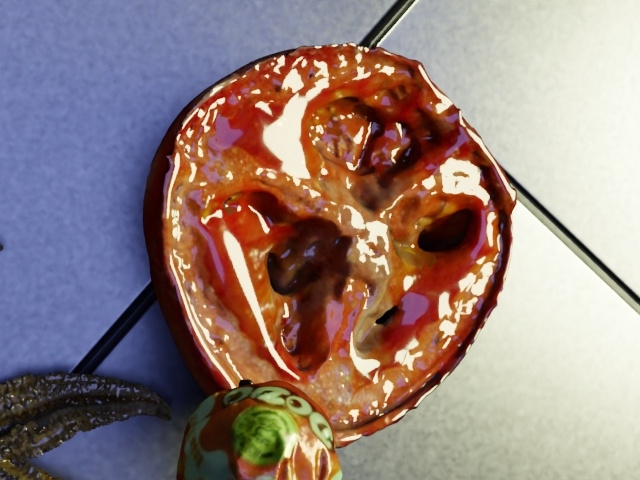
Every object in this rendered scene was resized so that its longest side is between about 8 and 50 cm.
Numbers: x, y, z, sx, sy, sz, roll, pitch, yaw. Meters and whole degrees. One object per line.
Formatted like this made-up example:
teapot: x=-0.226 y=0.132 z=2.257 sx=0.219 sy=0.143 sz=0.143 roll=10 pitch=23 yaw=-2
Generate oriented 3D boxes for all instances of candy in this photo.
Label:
candy: x=-0.060 y=0.195 z=0.686 sx=0.078 sy=0.084 sz=0.287 roll=13 pitch=119 yaw=-11

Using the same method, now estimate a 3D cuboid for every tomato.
tomato: x=-0.002 y=0.002 z=0.739 sx=0.228 sy=0.101 sz=0.227 roll=-1 pitch=92 yaw=-22

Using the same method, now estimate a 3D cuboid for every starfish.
starfish: x=-0.199 y=0.116 z=0.712 sx=0.227 sy=0.043 sz=0.240 roll=7 pitch=84 yaw=-16
